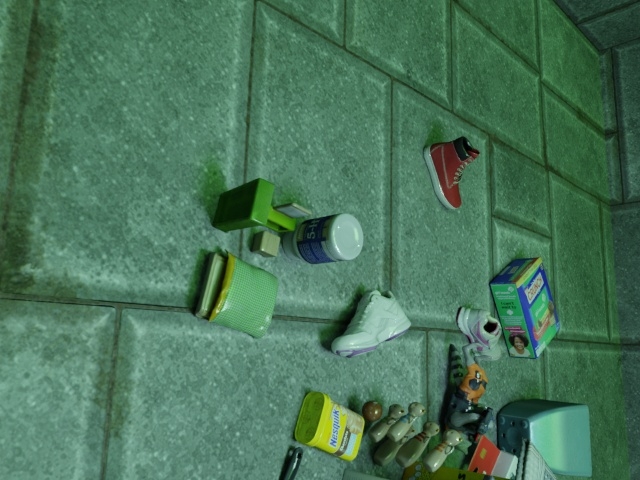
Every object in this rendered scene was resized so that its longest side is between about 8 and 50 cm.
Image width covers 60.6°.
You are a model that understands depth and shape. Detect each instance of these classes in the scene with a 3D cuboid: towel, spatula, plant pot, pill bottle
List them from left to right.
[{"bbox_3d":[-0.096,0.616,1.235,0.084,0.030,0.296,36,60,-33],"label":"spatula"},{"bbox_3d":[0.000,0.000,1.322,0.112,0.186,0.112,10,76,-44],"label":"pill bottle"},{"bbox_3d":[0.782,0.704,1.971,0.252,0.248,0.247,10,76,-28],"label":"plant pot"},{"bbox_3d":[0.547,0.700,1.314,0.312,0.056,0.324,56,39,-20],"label":"towel"}]

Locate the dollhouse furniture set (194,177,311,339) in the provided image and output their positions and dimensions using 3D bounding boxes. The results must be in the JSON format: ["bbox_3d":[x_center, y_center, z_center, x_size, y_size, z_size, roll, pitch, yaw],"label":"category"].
[{"bbox_3d":[-0.132,0.050,1.202,0.197,0.151,0.302,26,66,-38],"label":"dollhouse furniture set"}]

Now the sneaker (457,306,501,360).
[{"bbox_3d":[0.579,0.332,1.907,0.252,0.111,0.103,51,52,-28],"label":"sneaker"}]

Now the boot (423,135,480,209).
[{"bbox_3d":[0.467,-0.223,1.842,0.088,0.176,0.244,-42,114,-43],"label":"boot"}]

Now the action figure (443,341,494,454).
[{"bbox_3d":[0.482,0.523,1.791,0.341,0.178,0.330,56,48,-64],"label":"action figure"}]

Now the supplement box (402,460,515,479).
[{"bbox_3d":[0.398,0.749,1.477,0.195,0.356,0.194,46,54,-27],"label":"supplement box"}]

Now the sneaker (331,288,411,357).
[{"bbox_3d":[0.119,0.222,1.484,0.305,0.114,0.152,-15,80,-50],"label":"sneaker"}]

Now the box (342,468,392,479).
[{"bbox_3d":[0.230,0.694,1.328,0.215,0.345,0.168,37,59,-35],"label":"box"}]

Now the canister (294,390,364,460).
[{"bbox_3d":[0.027,0.463,1.356,0.170,0.073,0.126,39,57,-36],"label":"canister"}]

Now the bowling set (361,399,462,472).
[{"bbox_3d":[0.219,0.474,1.429,0.154,0.287,0.200,-34,94,-33],"label":"bowling set"}]

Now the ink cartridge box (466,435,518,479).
[{"bbox_3d":[0.563,0.837,1.808,0.261,0.066,0.296,47,64,-30],"label":"ink cartridge box"}]

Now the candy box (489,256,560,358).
[{"bbox_3d":[0.804,0.257,2.142,0.268,0.122,0.317,-29,103,-44],"label":"candy box"}]

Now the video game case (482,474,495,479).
[{"bbox_3d":[0.406,0.696,1.233,0.274,0.026,0.196,55,51,-22],"label":"video game case"}]
